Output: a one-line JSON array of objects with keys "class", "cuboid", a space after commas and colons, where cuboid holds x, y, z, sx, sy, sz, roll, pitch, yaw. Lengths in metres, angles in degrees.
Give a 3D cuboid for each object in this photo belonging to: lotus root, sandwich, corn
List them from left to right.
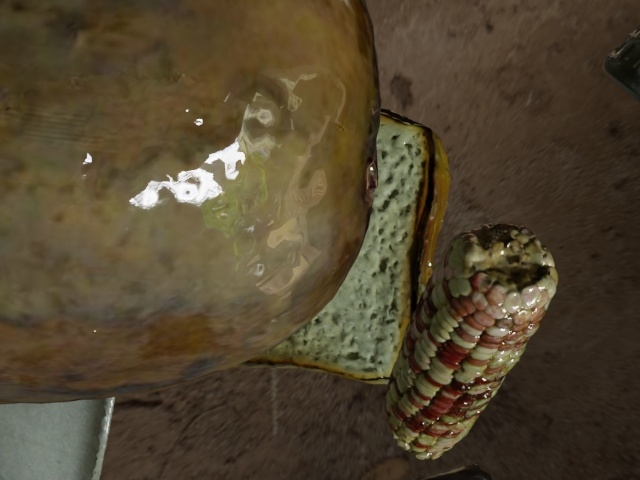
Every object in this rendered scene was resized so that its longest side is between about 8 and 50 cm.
[{"class": "lotus root", "cuboid": [-0.079, -0.050, 0.506, 0.192, 0.272, 0.272, 2, 87, -7]}, {"class": "sandwich", "cuboid": [0.000, 0.000, 1.391, 0.271, 0.099, 0.301, 7, 88, 12]}, {"class": "corn", "cuboid": [0.100, 0.083, 0.941, 0.086, 0.253, 0.086, 7, 53, -9]}]

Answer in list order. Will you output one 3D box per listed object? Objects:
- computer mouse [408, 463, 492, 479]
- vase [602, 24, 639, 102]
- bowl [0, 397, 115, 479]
[{"class": "computer mouse", "cuboid": [0.036, 0.348, 1.430, 0.373, 0.203, 0.114, -13, 78, -23]}, {"class": "vase", "cuboid": [0.400, -0.243, 1.181, 0.143, 0.143, 0.299, 39, 102, 4]}, {"class": "bowl", "cuboid": [-0.192, 0.031, 0.821, 0.146, 0.313, 0.313, 11, 88, -7]}]
